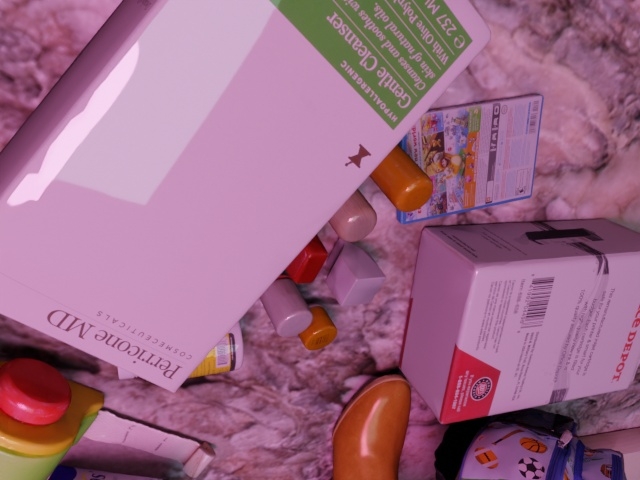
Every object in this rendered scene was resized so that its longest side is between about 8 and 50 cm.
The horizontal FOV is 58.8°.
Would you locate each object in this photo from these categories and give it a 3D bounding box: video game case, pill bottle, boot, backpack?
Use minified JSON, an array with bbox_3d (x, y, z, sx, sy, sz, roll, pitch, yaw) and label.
[{"bbox_3d":[0.160,-0.087,0.611,0.167,0.015,0.119,-12,119,-16],"label":"video game case"},{"bbox_3d":[-0.139,0.104,0.559,0.117,0.065,0.065,-5,116,-19],"label":"pill bottle"},{"bbox_3d":[0.079,0.333,0.670,0.104,0.211,0.294,11,110,-26],"label":"boot"},{"bbox_3d":[0.235,0.334,0.647,0.264,0.213,0.276,4,86,-55],"label":"backpack"}]

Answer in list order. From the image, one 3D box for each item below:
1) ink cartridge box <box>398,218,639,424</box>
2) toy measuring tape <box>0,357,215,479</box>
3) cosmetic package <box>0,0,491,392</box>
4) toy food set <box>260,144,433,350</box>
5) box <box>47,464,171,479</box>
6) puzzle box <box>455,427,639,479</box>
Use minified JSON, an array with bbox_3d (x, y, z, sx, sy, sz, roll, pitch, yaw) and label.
[{"bbox_3d":[0.250,0.086,0.672,0.273,0.114,0.196,-3,115,-19],"label":"ink cartridge box"},{"bbox_3d":[-0.236,0.197,0.539,0.330,0.121,0.121,34,99,-31],"label":"toy measuring tape"},{"bbox_3d":[-0.082,-0.090,0.435,0.197,0.155,0.365,36,97,-34],"label":"cosmetic package"},{"bbox_3d":[0.000,0.000,0.564,0.111,0.104,0.232,-2,134,-35],"label":"toy food set"},{"bbox_3d":[-0.212,0.286,0.560,0.137,0.126,0.072,13,85,-13],"label":"box"},{"bbox_3d":[0.365,0.445,0.930,0.410,0.052,0.271,1,115,-21],"label":"puzzle box"}]
